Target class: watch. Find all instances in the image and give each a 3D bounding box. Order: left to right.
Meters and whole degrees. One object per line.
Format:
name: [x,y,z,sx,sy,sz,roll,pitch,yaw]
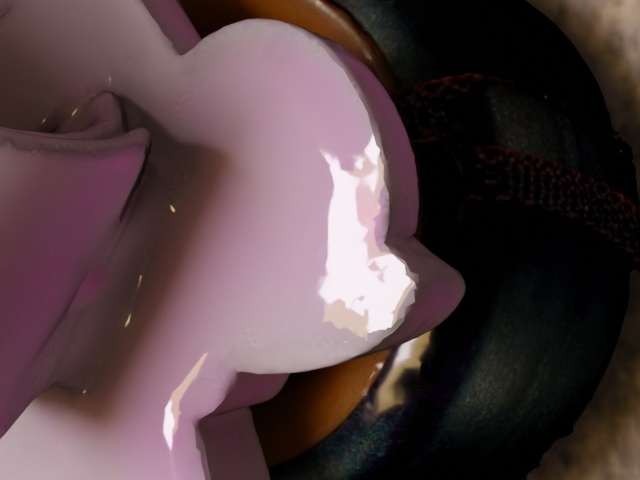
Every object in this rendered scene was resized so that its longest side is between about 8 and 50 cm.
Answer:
watch: [-0.129,-0.003,0.507,0.248,0.217,0.211,40,111,36]

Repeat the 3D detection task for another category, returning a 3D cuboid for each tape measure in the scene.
tape measure: [0.000,0.000,0.630,0.223,0.135,0.202,-4,84,41]
